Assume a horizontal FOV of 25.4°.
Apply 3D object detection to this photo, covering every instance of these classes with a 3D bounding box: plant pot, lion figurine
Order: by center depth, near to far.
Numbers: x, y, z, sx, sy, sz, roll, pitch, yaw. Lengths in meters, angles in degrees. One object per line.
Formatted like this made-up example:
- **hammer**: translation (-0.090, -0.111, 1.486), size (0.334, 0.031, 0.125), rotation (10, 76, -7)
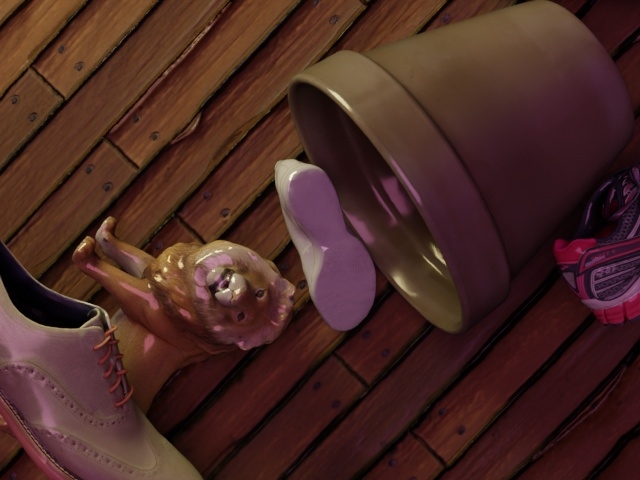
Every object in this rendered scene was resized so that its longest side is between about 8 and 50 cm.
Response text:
- **plant pot**: translation (0.166, -0.109, 1.520), size (0.280, 0.323, 0.323), rotation (-34, 85, -11)
- **lion figurine**: translation (-0.219, 0.135, 1.640), size (0.240, 0.142, 0.392), rotation (37, 108, -2)

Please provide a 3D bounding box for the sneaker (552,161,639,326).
- **sneaker**: translation (0.364, -0.052, 1.521), size (0.112, 0.121, 0.299), rotation (44, 67, -18)

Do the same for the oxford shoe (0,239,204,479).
- **oxford shoe**: translation (-0.255, 0.158, 1.509), size (0.397, 0.140, 0.146), rotation (41, 104, -13)

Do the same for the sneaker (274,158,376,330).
- **sneaker**: translation (0.000, 0.000, 1.632), size (0.080, 0.094, 0.212), rotation (-24, 113, -16)
